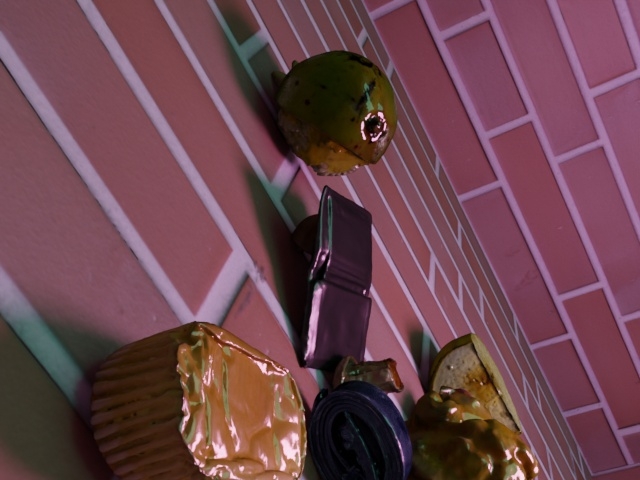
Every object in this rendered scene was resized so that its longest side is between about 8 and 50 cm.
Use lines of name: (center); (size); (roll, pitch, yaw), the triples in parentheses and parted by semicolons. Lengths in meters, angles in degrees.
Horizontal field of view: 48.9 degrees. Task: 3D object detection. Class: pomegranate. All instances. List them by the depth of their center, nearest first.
pomegranate: (0.016, -0.281, 1.467); (0.341, 0.260, 0.260); (46, 4, 37)

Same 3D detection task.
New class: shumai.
shumai: (0.090, 0.262, 1.234); (0.145, 0.116, 0.145); (-12, 90, -70)

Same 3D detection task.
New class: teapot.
teapot: (0.000, 0.000, 1.327); (0.110, 0.080, 0.085); (35, 15, -21)

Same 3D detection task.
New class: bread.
bread: (-0.126, 0.190, 0.757); (0.250, 0.133, 0.179); (31, 42, -56)

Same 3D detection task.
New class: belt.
belt: (0.059, 0.310, 1.083); (0.190, 0.141, 0.082); (68, 19, 4)

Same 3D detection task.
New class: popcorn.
popcorn: (0.225, 0.442, 1.215); (0.321, 0.326, 0.290); (32, 12, 26)

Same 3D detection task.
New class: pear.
pear: (0.377, 0.368, 1.788); (0.292, 0.159, 0.292); (53, 19, -26)

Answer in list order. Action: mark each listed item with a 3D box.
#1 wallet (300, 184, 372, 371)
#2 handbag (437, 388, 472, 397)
wallet: (0.037, 0.077, 1.289); (0.247, 0.041, 0.323); (24, 66, -59)
handbag: (0.300, 0.446, 1.538); (0.225, 0.146, 0.135); (65, 15, -6)
